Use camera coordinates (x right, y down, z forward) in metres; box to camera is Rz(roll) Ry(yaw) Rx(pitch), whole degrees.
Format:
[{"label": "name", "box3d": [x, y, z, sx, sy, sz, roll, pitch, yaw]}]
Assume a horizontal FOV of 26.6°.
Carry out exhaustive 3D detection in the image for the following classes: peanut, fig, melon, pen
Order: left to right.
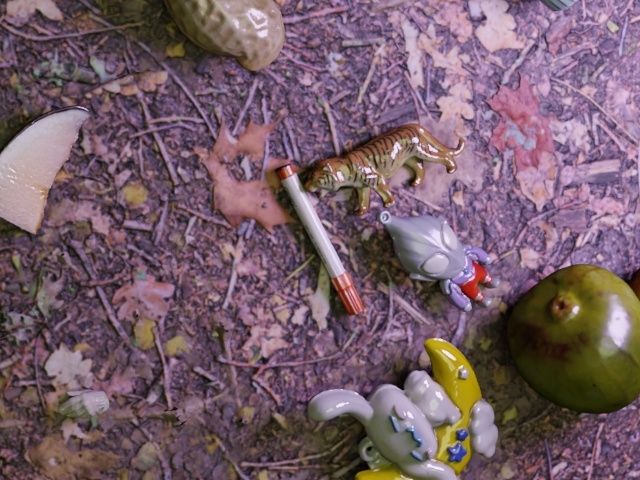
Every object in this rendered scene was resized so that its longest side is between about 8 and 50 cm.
[{"label": "melon", "box3d": [-0.380, -0.108, 1.781, 0.098, 0.054, 0.182, 24, 91, -22]}, {"label": "peanut", "box3d": [-0.159, -0.348, 1.776, 0.136, 0.120, 0.298, -41, 107, -2]}, {"label": "pen", "box3d": [0.000, 0.000, 1.903, 0.028, 0.028, 0.239, -29, 102, -10]}, {"label": "fig", "box3d": [0.384, 0.153, 1.950, 0.203, 0.203, 0.225, -49, 130, -5]}]

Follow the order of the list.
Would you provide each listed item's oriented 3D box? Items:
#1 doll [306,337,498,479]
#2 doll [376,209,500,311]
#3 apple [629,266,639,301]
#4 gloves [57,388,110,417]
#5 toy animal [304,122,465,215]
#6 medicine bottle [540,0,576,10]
[{"label": "doll", "box3d": [0.132, 0.265, 1.926, 0.237, 0.111, 0.252, -34, 112, -7]}, {"label": "doll", "box3d": [0.164, 0.020, 1.927, 0.227, 0.075, 0.102, 37, 69, -26]}, {"label": "apple", "box3d": [0.533, 0.096, 1.994, 0.163, 0.146, 0.147, -17, 104, -28]}, {"label": "gloves", "box3d": [-0.318, 0.220, 1.845, 0.081, 0.037, 0.044, -22, 66, -6]}, {"label": "toy animal", "box3d": [0.094, -0.104, 1.899, 0.241, 0.057, 0.099, -28, 102, -12]}, {"label": "medicine bottle", "box3d": [0.248, -0.461, 1.848, 0.318, 0.158, 0.158, 36, 87, -15]}]
